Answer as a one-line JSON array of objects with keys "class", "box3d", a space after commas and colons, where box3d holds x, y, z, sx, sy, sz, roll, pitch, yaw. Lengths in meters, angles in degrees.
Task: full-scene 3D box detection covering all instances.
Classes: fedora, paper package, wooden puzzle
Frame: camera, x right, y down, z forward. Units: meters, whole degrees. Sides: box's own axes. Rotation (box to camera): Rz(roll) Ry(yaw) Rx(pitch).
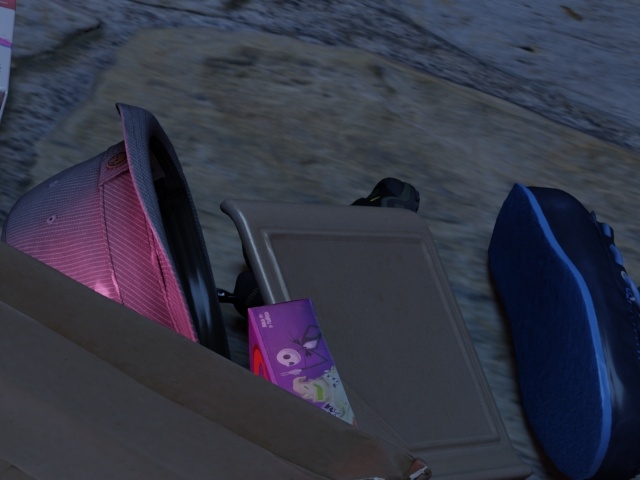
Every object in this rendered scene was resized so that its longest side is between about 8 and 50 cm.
[{"class": "fedora", "box3d": [-0.142, 0.038, 1.299, 0.124, 0.244, 0.275, -16, 42, 2]}, {"class": "paper package", "box3d": [-0.149, 0.193, 0.947, 0.309, 0.325, 0.168, 27, 36, 12]}, {"class": "wooden puzzle", "box3d": [0.038, 0.077, 1.351, 0.221, 0.044, 0.239, 2, 58, -51]}]

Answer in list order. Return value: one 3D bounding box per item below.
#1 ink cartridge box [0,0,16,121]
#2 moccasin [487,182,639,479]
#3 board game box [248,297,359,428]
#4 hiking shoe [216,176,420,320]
[{"class": "ink cartridge box", "box3d": [-0.286, -0.110, 1.487, 0.067, 0.115, 0.198, 10, 35, -13]}, {"class": "moccasin", "box3d": [0.223, 0.058, 1.476, 0.116, 0.138, 0.342, 14, 35, -15]}, {"class": "board game box", "box3d": [0.017, 0.222, 1.088, 0.056, 0.208, 0.347, -6, 39, -14]}, {"class": "hiking shoe", "box3d": [0.000, 0.000, 1.494, 0.114, 0.086, 0.227, 28, 36, 8]}]
